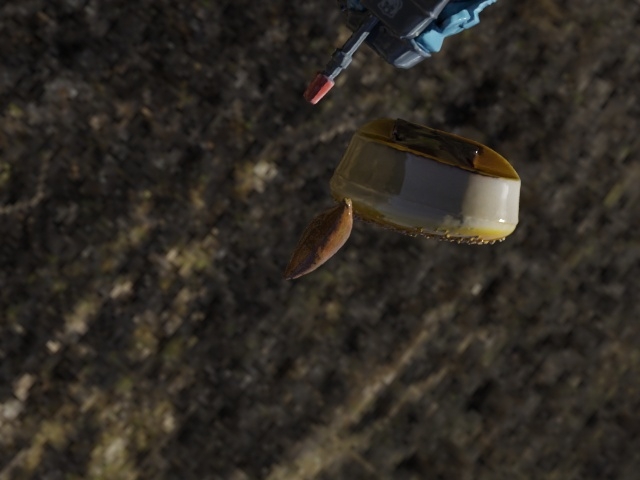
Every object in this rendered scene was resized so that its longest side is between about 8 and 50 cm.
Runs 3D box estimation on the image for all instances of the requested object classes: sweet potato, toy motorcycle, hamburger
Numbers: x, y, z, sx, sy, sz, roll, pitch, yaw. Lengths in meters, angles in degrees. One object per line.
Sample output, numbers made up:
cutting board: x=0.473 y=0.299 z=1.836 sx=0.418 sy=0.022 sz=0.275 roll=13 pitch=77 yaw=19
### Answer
sweet potato: x=0.000 y=0.000 z=1.304 sx=0.095 sy=0.034 sz=0.034 roll=-48 pitch=163 yaw=25
toy motorcycle: x=-0.008 y=-0.220 z=1.075 sx=0.182 sy=0.272 sz=0.123 roll=-49 pitch=172 yaw=11
hamburger: x=0.116 y=-0.056 z=1.691 sx=0.173 sy=0.210 sz=0.116 roll=-87 pitch=-167 yaw=-69
